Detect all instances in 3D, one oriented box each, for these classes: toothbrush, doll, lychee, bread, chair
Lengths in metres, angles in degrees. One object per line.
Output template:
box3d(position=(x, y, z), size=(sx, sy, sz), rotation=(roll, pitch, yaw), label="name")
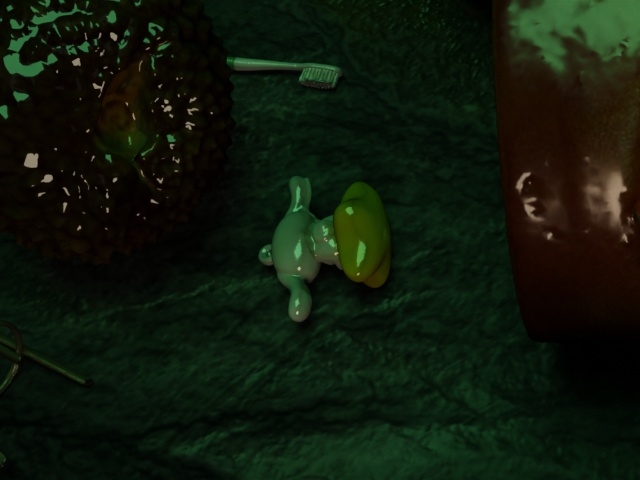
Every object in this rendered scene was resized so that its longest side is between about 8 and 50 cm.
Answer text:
box3d(position=(-0.100, -0.176, 1.159), size=(0.257, 0.018, 0.024), rotation=(12, 64, 20), label="toothbrush")
box3d(position=(0.000, 0.006, 0.976), size=(0.113, 0.071, 0.135), rotation=(10, 62, 29), label="doll")
box3d(position=(-0.203, -0.119, 1.011), size=(0.267, 0.267, 0.268), rotation=(-7, 53, 9), label="lychee")
box3d(position=(0.197, -0.081, 0.815), size=(0.114, 0.328, 0.295), rotation=(0, 33, 20), label="bread")
box3d(position=(-0.308, 0.089, 0.973), size=(0.221, 0.104, 0.095), rotation=(30, 83, 27), label="chair")
